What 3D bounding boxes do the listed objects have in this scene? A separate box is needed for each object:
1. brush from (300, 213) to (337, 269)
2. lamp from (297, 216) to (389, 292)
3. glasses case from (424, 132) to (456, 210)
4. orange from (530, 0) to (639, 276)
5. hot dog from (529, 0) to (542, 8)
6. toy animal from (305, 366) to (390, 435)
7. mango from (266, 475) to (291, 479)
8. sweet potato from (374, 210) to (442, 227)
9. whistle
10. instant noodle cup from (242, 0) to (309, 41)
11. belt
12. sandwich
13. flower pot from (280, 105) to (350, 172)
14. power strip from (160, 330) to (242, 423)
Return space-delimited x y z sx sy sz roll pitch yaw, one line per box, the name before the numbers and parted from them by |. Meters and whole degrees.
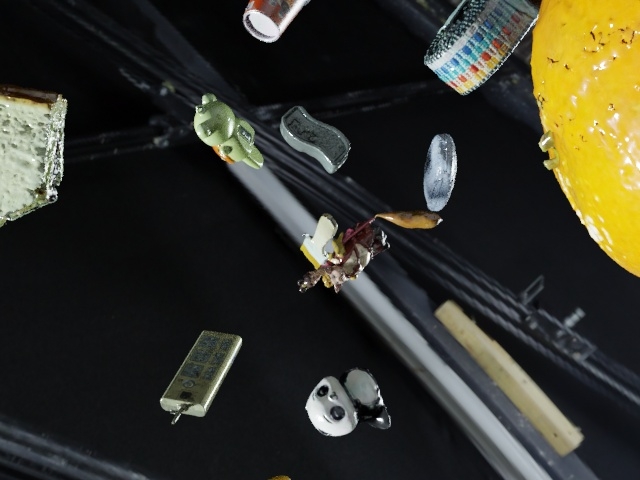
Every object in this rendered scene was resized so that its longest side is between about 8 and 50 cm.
brush | 0.000 0.000 1.667 0.020 0.336 0.085 -37 -96 -16
lamp | 0.058 0.053 1.876 0.253 0.118 0.118 -38 -106 -19
glasses case | 0.268 -0.149 1.647 0.067 0.282 0.109 2 -104 3
orange | 0.375 -0.136 0.706 0.424 0.326 0.424 -23 -90 -82
hot dog | 0.509 -0.549 1.597 0.099 0.065 0.147 -29 -122 -24
toy animal | 0.061 0.411 1.807 0.179 0.138 0.166 -13 -133 -22
mango | -0.126 0.590 1.520 0.112 0.219 0.145 24 163 41
sweet potato | 0.252 -0.062 2.102 0.195 0.056 0.056 3 -139 1
whistle | -0.243 -0.277 1.950 0.288 0.106 0.131 42 -134 -51
instant noodle cup | -0.100 -0.507 1.572 0.127 0.127 0.135 29 -115 -8
belt | 0.352 -0.455 1.623 0.150 0.207 0.257 38 -101 -14
sandwich | -0.709 -0.186 1.622 0.262 0.325 0.131 11 -168 1
flower pot | -0.018 -0.310 2.211 0.229 0.103 0.108 35 172 -1
power strip | -0.241 0.272 1.465 0.092 0.034 0.268 8 -148 12
